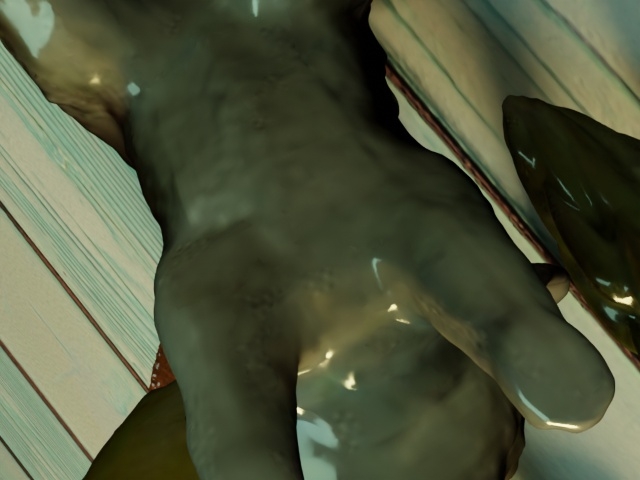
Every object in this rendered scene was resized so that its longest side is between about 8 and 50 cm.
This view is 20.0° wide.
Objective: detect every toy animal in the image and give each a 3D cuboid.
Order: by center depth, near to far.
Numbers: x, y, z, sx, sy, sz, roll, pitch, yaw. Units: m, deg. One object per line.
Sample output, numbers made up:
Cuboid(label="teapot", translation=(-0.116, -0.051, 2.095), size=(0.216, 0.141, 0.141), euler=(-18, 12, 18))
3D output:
Cuboid(label="toy animal", translation=(0.000, 0.000, 0.805), size=(0.303, 0.194, 0.344), euler=(58, -172, -73))

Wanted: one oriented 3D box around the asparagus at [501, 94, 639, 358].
Cuboid(label="asparagus", translation=(0.171, 0.048, 0.698), size=(0.287, 0.080, 0.080), euler=(45, 158, 7))

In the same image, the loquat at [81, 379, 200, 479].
Cuboid(label="loquat", translation=(-0.022, 0.215, 1.068), size=(0.276, 0.284, 0.276), euler=(16, 146, 11))

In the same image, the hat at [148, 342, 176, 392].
Cuboid(label="hat", translation=(-0.036, 0.119, 1.263), size=(0.162, 0.094, 0.112), euler=(20, 155, 27))
